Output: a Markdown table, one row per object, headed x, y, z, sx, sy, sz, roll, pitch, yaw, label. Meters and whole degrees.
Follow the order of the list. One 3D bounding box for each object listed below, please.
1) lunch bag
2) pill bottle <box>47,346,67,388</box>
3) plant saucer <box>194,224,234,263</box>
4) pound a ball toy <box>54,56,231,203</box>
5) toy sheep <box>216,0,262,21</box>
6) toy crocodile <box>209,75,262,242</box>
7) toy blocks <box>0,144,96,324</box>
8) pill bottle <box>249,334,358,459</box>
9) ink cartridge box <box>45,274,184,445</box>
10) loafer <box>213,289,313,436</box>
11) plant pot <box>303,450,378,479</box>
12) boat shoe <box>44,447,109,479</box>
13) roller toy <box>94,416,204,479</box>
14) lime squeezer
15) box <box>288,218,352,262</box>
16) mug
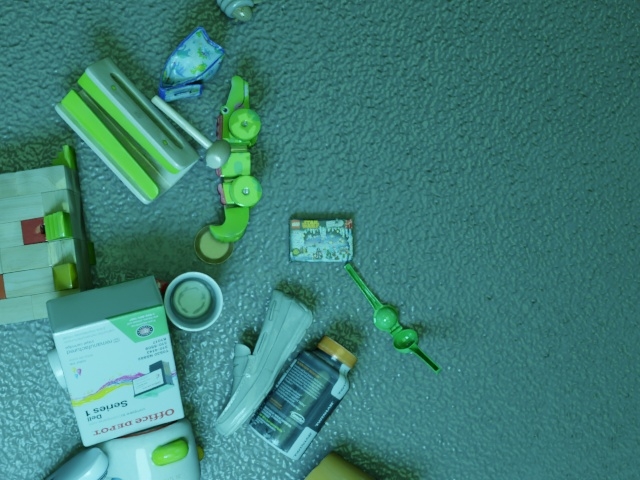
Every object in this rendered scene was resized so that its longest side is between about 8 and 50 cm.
| x | y | z | sx | sy | sz | roll | pitch | yaw | label |
| --- | --- | --- | --- | --- | --- | --- | --- | --- | --- |
| -0.272 | -0.345 | 1.859 | 0.151 | 0.129 | 0.096 | -44 | 94 | -9 | lunch bag |
| -0.440 | 0.220 | 1.821 | 0.187 | 0.112 | 0.112 | -24 | 92 | -9 | pill bottle |
| -0.223 | 0.008 | 1.911 | 0.084 | 0.015 | 0.083 | 0 | 88 | -8 | plant saucer |
| -0.337 | -0.230 | 1.824 | 0.319 | 0.135 | 0.208 | 46 | 118 | -5 | pound a ball toy |
| -0.178 | -0.515 | 1.904 | 0.091 | 0.091 | 0.132 | -25 | 78 | -9 | toy sheep |
| -0.177 | -0.166 | 1.874 | 0.105 | 0.115 | 0.340 | 0 | 88 | -8 | toy crocodile |
| -0.598 | 0.017 | 1.786 | 0.261 | 0.191 | 0.381 | -8 | 87 | 1 | toy blocks |
| -0.027 | 0.316 | 1.874 | 0.130 | 0.130 | 0.245 | 37 | 83 | -6 | pill bottle |
| -0.379 | 0.227 | 1.708 | 0.202 | 0.117 | 0.278 | -14 | 124 | -15 | ink cartridge box |
| -0.135 | 0.251 | 1.876 | 0.112 | 0.112 | 0.319 | 32 | 76 | -2 | loafer |
| 0.047 | 0.540 | 1.857 | 0.188 | 0.205 | 0.205 | 44 | 82 | 10 | plant pot |
| -0.477 | 0.495 | 1.747 | 0.102 | 0.108 | 0.301 | 44 | 124 | -12 | boat shoe |
| -0.336 | 0.437 | 1.792 | 0.191 | 0.209 | 0.146 | -12 | 92 | 2 | roller toy |
| 0.149 | 0.180 | 1.928 | 0.059 | 0.110 | 0.310 | -44 | 64 | 8 | lime squeezer |
| 0.000 | 0.000 | 1.941 | 0.137 | 0.027 | 0.093 | -1 | 87 | -9 | box |
| -0.266 | 0.105 | 1.824 | 0.113 | 0.169 | 0.150 | -39 | 94 | -8 | mug |
